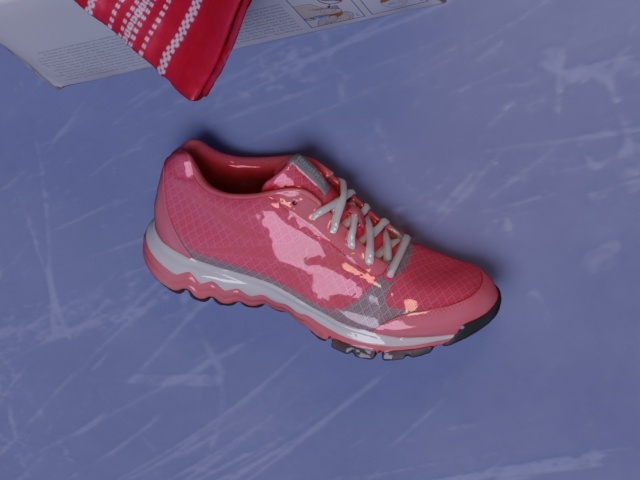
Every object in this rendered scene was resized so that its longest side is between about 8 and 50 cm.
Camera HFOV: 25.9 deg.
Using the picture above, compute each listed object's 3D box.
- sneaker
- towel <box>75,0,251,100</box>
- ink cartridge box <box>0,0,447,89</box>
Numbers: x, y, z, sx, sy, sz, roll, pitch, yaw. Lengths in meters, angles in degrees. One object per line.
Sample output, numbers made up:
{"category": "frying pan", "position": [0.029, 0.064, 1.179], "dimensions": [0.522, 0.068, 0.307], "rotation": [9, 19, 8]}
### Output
{"category": "sneaker", "position": [-0.001, 0.000, 1.158], "dimensions": [0.314, 0.116, 0.136], "rotation": [14, 124, 9]}
{"category": "towel", "position": [-0.139, -0.226, 0.807], "dimensions": [0.275, 0.031, 0.199], "rotation": [38, 133, 5]}
{"category": "ink cartridge box", "position": [-0.078, -0.276, 0.960], "dimensions": [0.309, 0.272, 0.130], "rotation": [-8, 157, 23]}
